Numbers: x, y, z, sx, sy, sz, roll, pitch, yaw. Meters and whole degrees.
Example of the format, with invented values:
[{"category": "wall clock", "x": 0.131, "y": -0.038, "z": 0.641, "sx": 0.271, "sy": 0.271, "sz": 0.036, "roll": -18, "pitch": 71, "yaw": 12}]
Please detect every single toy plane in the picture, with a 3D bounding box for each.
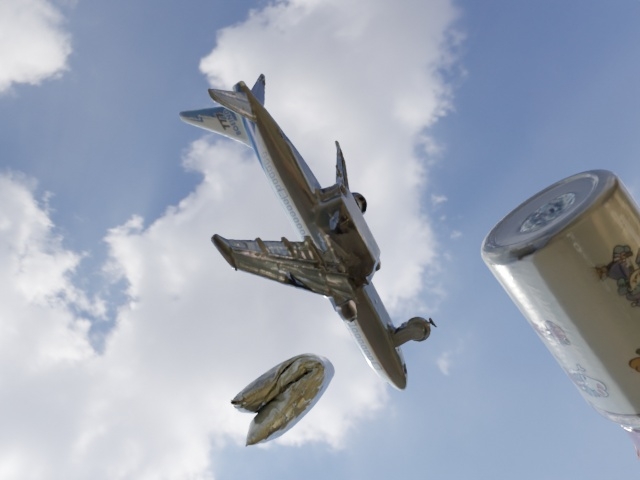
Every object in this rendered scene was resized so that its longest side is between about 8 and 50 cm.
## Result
[{"category": "toy plane", "x": 0.002, "y": -0.003, "z": 0.388, "sx": 0.226, "sy": 0.058, "sz": 0.226, "roll": 53, "pitch": -156, "yaw": -6}]

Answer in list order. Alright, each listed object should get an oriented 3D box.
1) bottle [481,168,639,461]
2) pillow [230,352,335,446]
[{"category": "bottle", "x": 0.225, "y": 0.069, "z": 0.458, "sx": 0.110, "sy": 0.110, "sz": 0.233, "roll": -41, "pitch": -83, "yaw": -22}, {"category": "pillow", "x": -0.043, "y": 0.204, "z": 0.850, "sx": 0.134, "sy": 0.181, "sz": 0.077, "roll": -37, "pitch": -99, "yaw": -3}]
